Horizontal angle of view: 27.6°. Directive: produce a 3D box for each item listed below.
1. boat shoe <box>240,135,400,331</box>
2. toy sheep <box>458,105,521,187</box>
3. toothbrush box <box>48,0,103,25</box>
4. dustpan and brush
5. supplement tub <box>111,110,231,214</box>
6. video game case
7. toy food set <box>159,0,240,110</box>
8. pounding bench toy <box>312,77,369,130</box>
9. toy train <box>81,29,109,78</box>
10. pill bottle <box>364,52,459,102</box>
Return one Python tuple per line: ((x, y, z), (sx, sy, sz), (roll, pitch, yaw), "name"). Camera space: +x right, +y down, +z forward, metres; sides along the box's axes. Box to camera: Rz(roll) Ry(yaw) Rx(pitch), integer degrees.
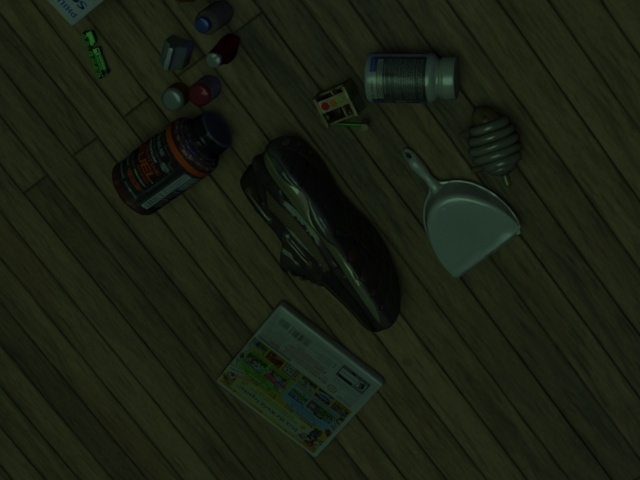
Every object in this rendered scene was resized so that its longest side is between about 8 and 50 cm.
((0.000, 0.000, 2.120), (0.130, 0.132, 0.355), (-31, 93, 34), "boat shoe")
((0.266, -0.144, 1.998), (0.091, 0.091, 0.132), (-19, 101, 22), "toy sheep")
((-0.337, -0.499, 1.971), (0.283, 0.122, 0.206), (-31, 114, 26), "toothbrush box")
((0.201, -0.061, 2.073), (0.147, 0.060, 0.211), (-38, 105, 24), "dustpan and brush")
((-0.240, -0.131, 2.129), (0.198, 0.106, 0.106), (-33, 100, 24), "supplement tub")
((-0.037, 0.244, 2.276), (0.227, 0.026, 0.206), (38, 116, -4), "video game case")
((-0.199, -0.296, 2.046), (0.111, 0.104, 0.232), (22, 116, 5), "toy food set")
((0.032, -0.202, 2.053), (0.065, 0.052, 0.083), (-21, 105, 22), "pounding bench toy")
((-0.369, -0.306, 2.138), (0.024, 0.017, 0.083), (-16, 108, 9), "toy train")
((0.141, -0.249, 1.990), (0.137, 0.078, 0.078), (3, 113, 15), "pill bottle")
